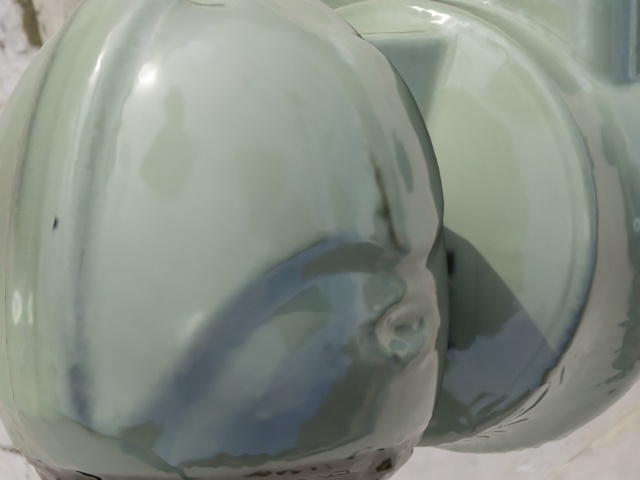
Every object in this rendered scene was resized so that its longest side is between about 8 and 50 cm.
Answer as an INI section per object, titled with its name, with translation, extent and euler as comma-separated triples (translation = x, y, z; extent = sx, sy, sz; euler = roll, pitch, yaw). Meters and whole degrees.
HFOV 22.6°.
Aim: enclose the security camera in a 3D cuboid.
[security camera]
translation = 0.000, 0.000, 0.564
extent = 0.197, 0.277, 0.191
euler = 6, 98, 34
